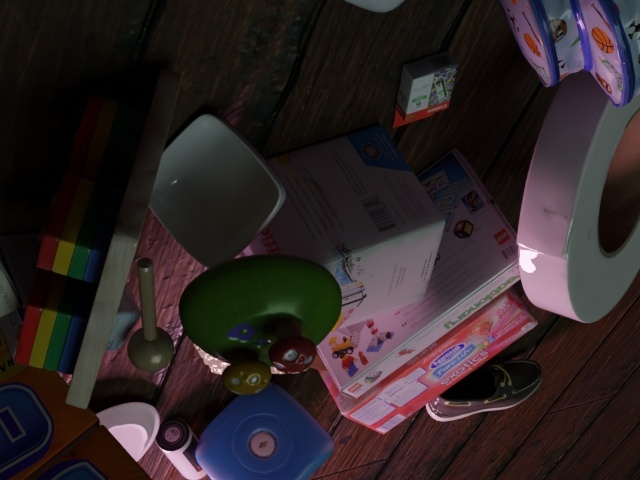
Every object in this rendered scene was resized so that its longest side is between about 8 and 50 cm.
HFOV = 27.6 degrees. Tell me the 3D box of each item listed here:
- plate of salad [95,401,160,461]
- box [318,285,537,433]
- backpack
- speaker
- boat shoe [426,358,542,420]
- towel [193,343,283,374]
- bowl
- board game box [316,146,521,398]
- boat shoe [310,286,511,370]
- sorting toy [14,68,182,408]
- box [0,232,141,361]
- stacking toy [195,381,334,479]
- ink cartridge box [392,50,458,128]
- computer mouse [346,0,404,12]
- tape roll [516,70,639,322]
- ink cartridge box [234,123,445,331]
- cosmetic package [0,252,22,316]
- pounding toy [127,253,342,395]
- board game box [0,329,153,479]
[{"bbox_3d":[-0.321,0.296,1.866,0.200,0.048,0.200,-30,149,-21],"label":"plate of salad"},{"bbox_3d":[0.148,0.139,1.945,0.300,0.142,0.154,-38,150,12],"label":"box"},{"bbox_3d":[0.286,-0.274,1.332,0.213,0.263,0.276,-34,151,6],"label":"backpack"},{"bbox_3d":[-0.209,0.320,1.992,0.055,0.055,0.136,-28,149,-5],"label":"speaker"},{"bbox_3d":[0.299,0.259,2.317,0.228,0.081,0.068,-17,151,-17],"label":"boat shoe"},{"bbox_3d":[-0.095,0.162,1.823,0.148,0.027,0.110,-4,153,14],"label":"towel"},{"bbox_3d":[-0.113,-0.055,1.449,0.142,0.142,0.053,-46,170,22],"label":"bowl"},{"bbox_3d":[0.112,0.043,1.721,0.305,0.193,0.053,-37,149,12],"label":"board game box"},{"bbox_3d":[0.109,0.074,1.833,0.342,0.123,0.123,-31,134,26],"label":"boat shoe"},{"bbox_3d":[-0.230,-0.011,1.317,0.089,0.255,0.257,16,133,-8],"label":"sorting toy"},{"bbox_3d":[-0.292,0.060,1.460,0.137,0.126,0.072,-4,142,-37],"label":"box"},{"bbox_3d":[-0.091,0.356,2.080,0.175,0.166,0.302,-44,166,-16],"label":"stacking toy"},{"bbox_3d":[0.125,-0.173,1.573,0.063,0.029,0.115,-20,148,-19],"label":"ink cartridge box"},{"bbox_3d":[0.043,-0.276,1.335,0.106,0.042,0.193,-46,146,23],"label":"computer mouse"},{"bbox_3d":[0.368,-0.084,1.673,0.392,0.072,0.392,-37,136,-45],"label":"tape roll"},{"bbox_3d":[0.000,0.000,1.581,0.233,0.171,0.168,-18,147,-19],"label":"ink cartridge box"},{"bbox_3d":[-0.463,0.041,1.260,0.296,0.153,0.129,-26,148,-11],"label":"cosmetic package"},{"bbox_3d":[-0.087,0.110,1.420,0.237,0.110,0.183,0,142,-13],"label":"pounding toy"},{"bbox_3d":[-0.382,0.379,1.497,0.356,0.356,0.356,-39,163,-23],"label":"board game box"}]
